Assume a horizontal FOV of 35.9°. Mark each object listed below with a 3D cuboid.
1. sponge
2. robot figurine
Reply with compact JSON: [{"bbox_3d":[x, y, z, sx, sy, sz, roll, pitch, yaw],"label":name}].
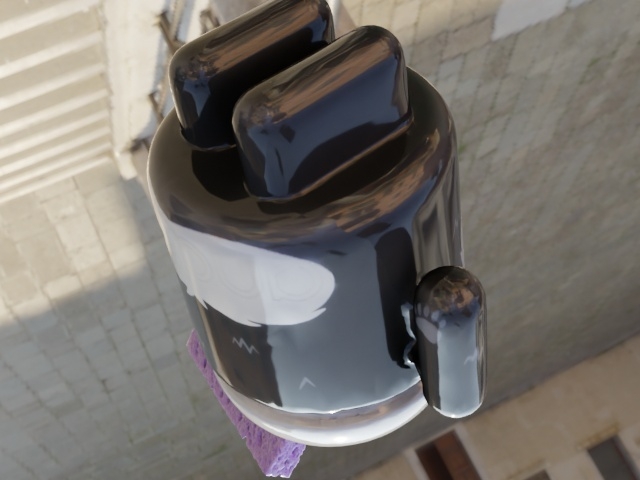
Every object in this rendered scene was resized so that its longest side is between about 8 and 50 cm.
[{"bbox_3d":[-0.063,0.123,0.987,0.031,0.210,0.117,13,114,-38],"label":"sponge"},{"bbox_3d":[0.001,-0.002,0.581,0.173,0.209,0.278,-6,134,5],"label":"robot figurine"}]
